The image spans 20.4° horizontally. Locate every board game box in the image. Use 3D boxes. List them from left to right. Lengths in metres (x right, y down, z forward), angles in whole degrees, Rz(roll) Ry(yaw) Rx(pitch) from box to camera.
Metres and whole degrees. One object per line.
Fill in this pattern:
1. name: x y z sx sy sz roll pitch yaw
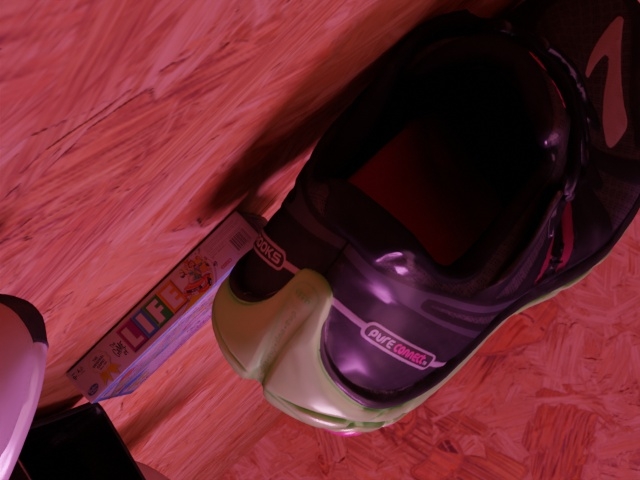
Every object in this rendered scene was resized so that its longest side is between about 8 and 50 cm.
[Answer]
1. board game box: -0.093 0.044 1.180 0.154 0.026 0.103 -44 173 4

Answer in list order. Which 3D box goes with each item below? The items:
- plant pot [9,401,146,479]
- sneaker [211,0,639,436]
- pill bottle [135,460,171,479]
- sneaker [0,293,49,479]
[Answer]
1. plant pot: -0.196 0.238 1.188 0.167 0.188 0.187 -33 175 10
2. sneaker: 0.123 -0.056 1.159 0.483 0.185 0.202 -46 170 -46
3. pill bottle: -0.251 0.389 1.641 0.361 0.204 0.204 -44 173 12
4. sneaker: -0.190 0.122 0.805 0.091 0.094 0.258 -28 164 -49
